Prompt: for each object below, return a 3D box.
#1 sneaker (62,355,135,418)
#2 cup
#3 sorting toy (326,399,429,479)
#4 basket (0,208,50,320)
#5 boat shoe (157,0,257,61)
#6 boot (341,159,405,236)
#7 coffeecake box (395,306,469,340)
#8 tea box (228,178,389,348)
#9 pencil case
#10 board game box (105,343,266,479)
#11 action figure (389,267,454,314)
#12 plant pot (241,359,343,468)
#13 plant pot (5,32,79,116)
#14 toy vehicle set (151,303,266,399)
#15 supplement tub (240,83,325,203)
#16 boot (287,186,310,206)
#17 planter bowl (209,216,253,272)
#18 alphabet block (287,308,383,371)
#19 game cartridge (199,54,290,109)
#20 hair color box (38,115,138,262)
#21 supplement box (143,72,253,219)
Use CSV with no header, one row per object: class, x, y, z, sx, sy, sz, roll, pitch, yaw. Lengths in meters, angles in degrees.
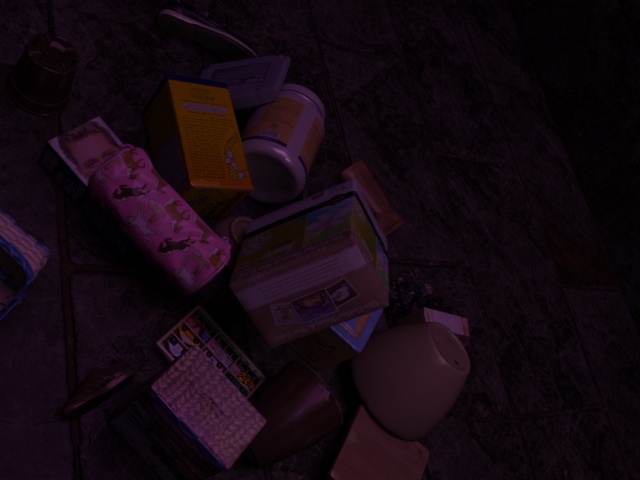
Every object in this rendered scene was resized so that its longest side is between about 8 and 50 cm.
sneaker,-0.514,0.331,1.504,0.071,0.066,0.188,44,39,15
cup,0.285,0.367,1.899,0.331,0.237,0.331,35,29,-24
sorting toy,0.144,0.615,1.811,0.257,0.089,0.255,42,47,-10
basket,-0.721,0.060,1.376,0.255,0.201,0.289,45,15,-6
boat shoe,-0.356,-0.693,2.171,0.340,0.127,0.113,18,66,-17
boot,0.150,-0.125,2.257,0.270,0.089,0.236,55,36,3
coffeecake box,0.359,0.285,2.131,0.185,0.142,0.068,17,56,-30
tea box,-0.017,0.053,1.685,0.220,0.329,0.323,60,17,-26
pencil case,-0.387,-0.050,1.604,0.386,0.160,0.167,47,50,-5
board game box,-0.301,0.396,1.459,0.232,0.291,0.141,49,46,-4
action figure,0.299,0.167,2.149,0.275,0.141,0.164,24,23,-27
plant pot,-0.100,0.455,1.662,0.230,0.215,0.215,-33,87,-29
plant pot,-0.713,-0.437,1.720,0.167,0.165,0.167,18,56,-28
toy vehicle set,-0.281,0.313,1.699,0.267,0.035,0.166,48,46,-4
supplement tub,-0.124,-0.302,2.039,0.241,0.241,0.331,34,49,-17
boot,0.021,-0.068,2.126,0.229,0.091,0.263,-10,81,-41
planter bowl,-0.232,-0.002,1.872,0.162,0.109,0.162,18,56,-29
alphabet block,0.024,0.224,1.874,0.193,0.197,0.192,44,46,-8
game cartridge,-0.249,-0.483,2.049,0.060,0.294,0.196,68,29,-43
hair color box,-0.538,-0.133,1.717,0.347,0.105,0.174,49,47,-3
supplement box,-0.351,-0.259,1.872,0.195,0.194,0.357,0,65,-37
